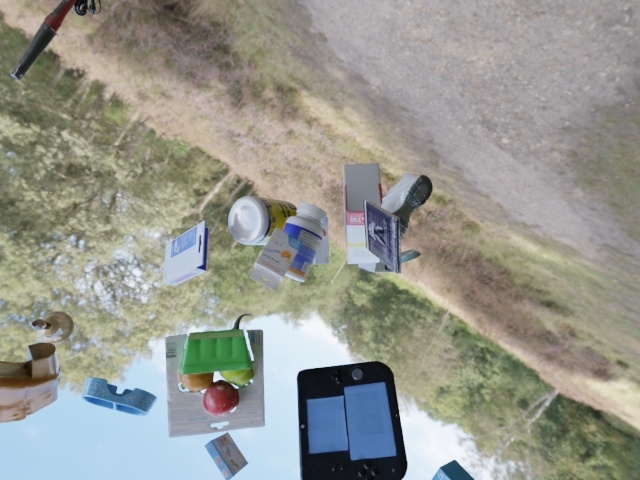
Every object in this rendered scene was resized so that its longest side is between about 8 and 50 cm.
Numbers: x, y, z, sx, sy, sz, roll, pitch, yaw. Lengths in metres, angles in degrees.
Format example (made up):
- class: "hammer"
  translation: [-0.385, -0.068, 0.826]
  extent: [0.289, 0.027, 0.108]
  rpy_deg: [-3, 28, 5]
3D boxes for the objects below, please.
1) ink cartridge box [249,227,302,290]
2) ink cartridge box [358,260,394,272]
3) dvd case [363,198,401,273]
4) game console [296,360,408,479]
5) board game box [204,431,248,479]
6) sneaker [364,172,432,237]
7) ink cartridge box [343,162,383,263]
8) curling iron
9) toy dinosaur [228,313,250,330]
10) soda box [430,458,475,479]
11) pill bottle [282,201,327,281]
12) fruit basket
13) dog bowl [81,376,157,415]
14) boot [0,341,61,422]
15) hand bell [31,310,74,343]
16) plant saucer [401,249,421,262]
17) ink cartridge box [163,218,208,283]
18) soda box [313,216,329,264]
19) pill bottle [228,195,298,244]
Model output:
- class: "ink cartridge box"
  translation: [-0.149, 0.063, 1.428]
  extent: [0.104, 0.181, 0.061]
  rpy_deg: [28, 159, -1]
- class: "ink cartridge box"
  translation: [0.294, 0.113, 2.111]
  extent: [0.175, 0.072, 0.128]
  rpy_deg: [3, -175, -34]
- class: "dvd case"
  translation: [0.179, -0.017, 1.254]
  extent: [0.018, 0.164, 0.221]
  rpy_deg: [-12, -159, -15]
- class: "game console"
  translation: [0.094, 0.604, 1.419]
  extent: [0.343, 0.386, 0.060]
  rpy_deg: [-6, 145, 3]
- class: "board game box"
  translation: [-0.378, 0.871, 1.738]
  extent: [0.160, 0.039, 0.211]
  rpy_deg: [50, 176, 16]
- class: "sneaker"
  translation: [0.257, -0.107, 1.477]
  extent: [0.111, 0.297, 0.129]
  rpy_deg: [39, -176, -31]
- class: "ink cartridge box"
  translation: [0.186, -0.109, 1.910]
  extent: [0.161, 0.279, 0.384]
  rpy_deg: [-3, 142, 3]
- class: "curling iron"
  translation: [-0.560, -0.446, 0.911]
  extent: [0.035, 0.273, 0.068]
  rpy_deg: [17, 159, 24]
- class: "toy dinosaur"
  translation: [-0.377, 0.412, 1.663]
  extent: [0.121, 0.314, 0.160]
  rpy_deg: [56, -174, -11]
- class: "soda box"
  translation: [0.335, 0.581, 0.910]
  extent: [0.071, 0.067, 0.210]
  rpy_deg: [6, -155, -44]
- class: "pill bottle"
  translation: [-0.078, 0.003, 1.582]
  extent: [0.153, 0.271, 0.152]
  rpy_deg: [21, 171, 3]
- class: "fruit basket"
  translation: [-0.356, 0.483, 1.470]
  extent: [0.328, 0.352, 0.165]
  rpy_deg: [-2, -170, -13]
- class: "dog bowl"
  translation: [-0.827, 0.645, 1.753]
  extent: [0.298, 0.074, 0.166]
  rpy_deg: [19, 142, -10]
- class: "boot"
  translation: [-0.761, 0.348, 0.975]
  extent: [0.295, 0.211, 0.104]
  rpy_deg: [-3, -144, -40]
- class: "hand bell"
  translation: [-0.988, 0.308, 1.539]
  extent: [0.126, 0.126, 0.242]
  rpy_deg: [33, 160, -6]
- class: "plant saucer"
  translation: [0.310, 0.057, 1.571]
  extent: [0.119, 0.120, 0.021]
  rpy_deg: [-159, 49, -83]
- class: "ink cartridge box"
  translation: [-0.518, 0.055, 1.687]
  extent: [0.069, 0.175, 0.371]
  rpy_deg: [12, 157, -37]
- class: "soda box"
  translation: [0.000, 0.000, 1.975]
  extent: [0.069, 0.215, 0.074]
  rpy_deg: [-1, -177, -8]
- class: "pill bottle"
  translation: [-0.195, -0.075, 1.746]
  extent: [0.188, 0.187, 0.334]
  rpy_deg: [32, -164, 28]
